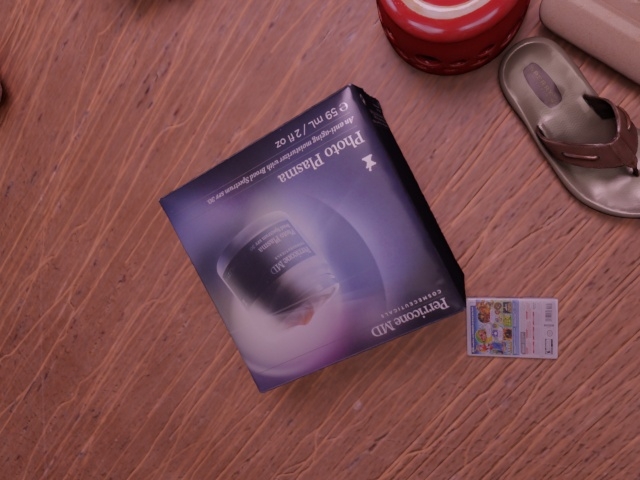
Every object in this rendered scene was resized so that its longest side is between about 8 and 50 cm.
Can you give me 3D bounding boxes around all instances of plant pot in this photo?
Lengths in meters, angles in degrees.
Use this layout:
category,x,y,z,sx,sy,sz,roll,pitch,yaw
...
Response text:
category,x,y,z,sx,sy,sz,roll,pitch,yaw
plant pot,0.156,-0.304,0.573,0.191,0.174,0.191,3,102,14

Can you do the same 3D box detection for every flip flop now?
category,x,y,z,sx,sy,sz,roll,pitch,yaw
flip flop,0.328,-0.138,0.599,0.112,0.080,0.277,-38,88,18

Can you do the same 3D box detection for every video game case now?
category,x,y,z,sx,sy,sz,roll,pitch,yaw
video game case,0.272,0.124,0.693,0.122,0.011,0.087,-1,99,15

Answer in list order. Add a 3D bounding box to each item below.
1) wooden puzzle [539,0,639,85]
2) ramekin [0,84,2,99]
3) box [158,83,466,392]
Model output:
category,x,y,z,sx,sy,sz,roll,pitch,yaw
wooden puzzle,0.479,-0.324,0.531,0.322,0.080,0.348,35,111,6
ramekin,-0.634,-0.250,0.786,0.207,0.207,0.109,-27,100,18
box,0.000,0.000,0.661,0.296,0.183,0.294,-27,92,18
